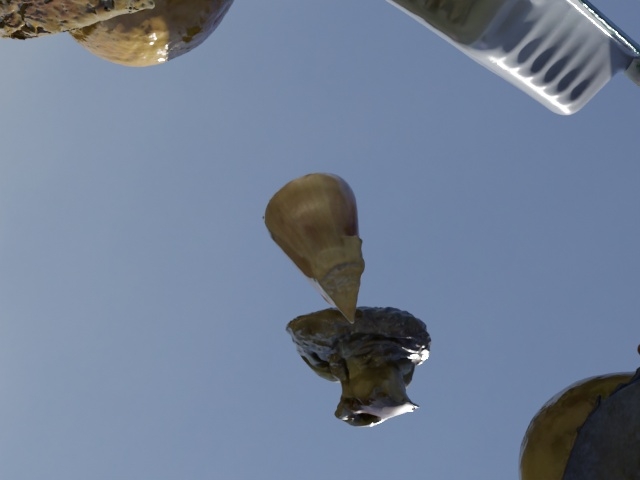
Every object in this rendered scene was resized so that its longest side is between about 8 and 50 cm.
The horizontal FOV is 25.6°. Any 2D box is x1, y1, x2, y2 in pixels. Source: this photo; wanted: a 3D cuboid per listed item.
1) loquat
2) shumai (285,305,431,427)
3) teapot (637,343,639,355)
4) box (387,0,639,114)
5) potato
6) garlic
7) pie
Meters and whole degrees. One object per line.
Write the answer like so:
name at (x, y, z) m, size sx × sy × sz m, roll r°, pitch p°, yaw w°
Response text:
loquat at (-0.181, -0.282, 1.420) m, size 0.208 × 0.208 × 0.208 m, roll -46°, pitch -155°, yaw 29°
shumai at (0.053, 0.158, 1.783) m, size 0.161 × 0.209 × 0.153 m, roll -18°, pitch -109°, yaw 28°
teapot at (0.461, 0.127, 1.814) m, size 0.116 × 0.173 × 0.116 m, roll -14°, pitch -169°, yaw 3°
box at (0.185, -0.227, 1.431) m, size 0.264 × 0.337 × 0.106 m, roll 39°, pitch -79°, yaw 37°
potato at (0.211, 0.215, 1.040) m, size 0.138 × 0.243 × 0.098 m, roll -29°, pitch -165°, yaw -22°
garlic at (0.001, -0.003, 1.595) m, size 0.266 × 0.129 × 0.148 m, roll -15°, pitch 117°, yaw -84°
pie at (-0.281, -0.224, 1.205) m, size 0.282 × 0.128 × 0.068 m, roll -6°, pitch -126°, yaw 18°
